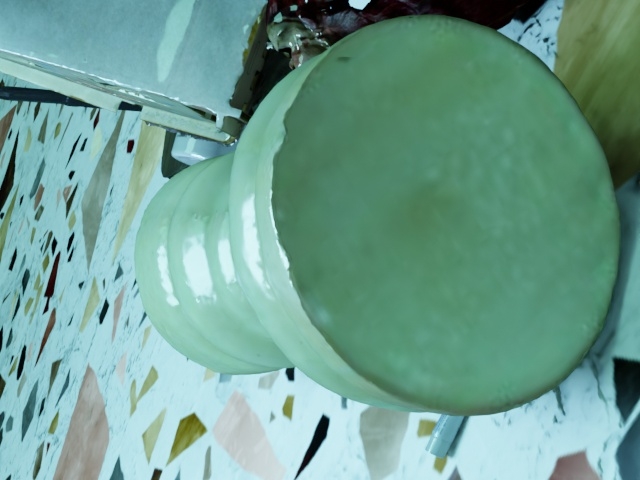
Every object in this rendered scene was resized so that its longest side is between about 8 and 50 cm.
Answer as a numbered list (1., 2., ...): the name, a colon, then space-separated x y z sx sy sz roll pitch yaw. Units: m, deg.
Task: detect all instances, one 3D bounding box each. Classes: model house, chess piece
1. model house: -0.163 -0.191 1.201 0.244 0.326 0.169 29 -103 -76
2. chess piece: 0.000 0.000 0.982 0.442 0.234 0.234 168 118 -69

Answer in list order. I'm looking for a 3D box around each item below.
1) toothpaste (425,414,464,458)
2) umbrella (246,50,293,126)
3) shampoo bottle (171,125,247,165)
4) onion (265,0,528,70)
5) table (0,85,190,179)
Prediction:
1. toothpaste: 0.094 0.106 0.936 0.083 0.015 0.024 -66 22 -1
2. umbrella: -0.067 -0.224 1.338 0.113 0.106 0.358 -32 54 9
3. shampoo bottle: -0.069 -0.218 1.435 0.092 0.092 0.303 1 74 66
4. onion: 0.060 -0.249 0.968 0.281 0.221 0.281 -48 -12 -13
5. table: -0.212 -0.268 1.585 0.317 0.249 0.317 -47 34 45
